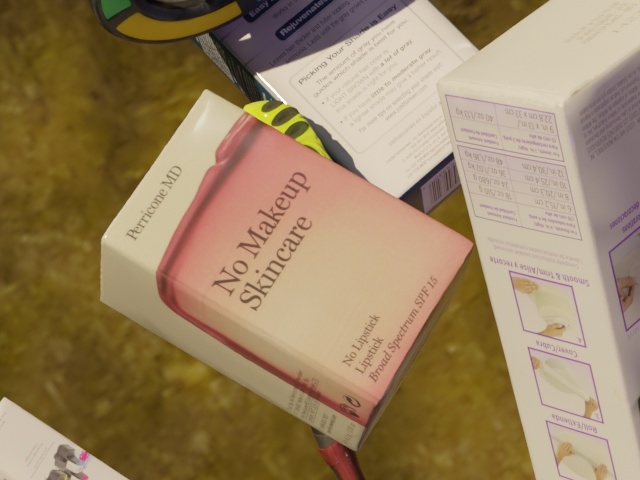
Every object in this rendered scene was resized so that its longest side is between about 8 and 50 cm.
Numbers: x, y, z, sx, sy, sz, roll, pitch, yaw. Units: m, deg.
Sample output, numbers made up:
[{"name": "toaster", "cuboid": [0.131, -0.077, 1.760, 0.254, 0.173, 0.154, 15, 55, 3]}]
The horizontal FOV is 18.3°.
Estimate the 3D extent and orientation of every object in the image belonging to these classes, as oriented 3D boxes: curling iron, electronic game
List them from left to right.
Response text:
[{"name": "electronic game", "cuboid": [-0.097, -0.252, 1.735, 0.048, 0.229, 0.229, 60, 141, 24]}, {"name": "curling iron", "cuboid": [0.020, 0.169, 1.672, 0.068, 0.035, 0.274, 9, 127, 58]}]

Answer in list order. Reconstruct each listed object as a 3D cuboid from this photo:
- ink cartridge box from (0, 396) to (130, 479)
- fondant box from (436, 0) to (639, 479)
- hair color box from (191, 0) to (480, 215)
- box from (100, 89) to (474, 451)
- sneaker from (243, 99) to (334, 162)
[{"name": "ink cartridge box", "cuboid": [-0.225, 0.224, 1.706, 0.181, 0.062, 0.104, 35, 143, -8]}, {"name": "fondant box", "cuboid": [0.208, 0.004, 1.165, 0.096, 0.238, 0.330, 12, 128, 45]}, {"name": "hair color box", "cuboid": [0.013, -0.181, 1.879, 0.347, 0.174, 0.105, 47, 171, 18]}, {"name": "box", "cuboid": [-0.027, 0.023, 1.459, 0.232, 0.149, 0.127, 30, 158, 6]}, {"name": "sneaker", "cuboid": [0.000, 0.000, 1.737, 0.123, 0.109, 0.295, 72, 173, -51]}]
